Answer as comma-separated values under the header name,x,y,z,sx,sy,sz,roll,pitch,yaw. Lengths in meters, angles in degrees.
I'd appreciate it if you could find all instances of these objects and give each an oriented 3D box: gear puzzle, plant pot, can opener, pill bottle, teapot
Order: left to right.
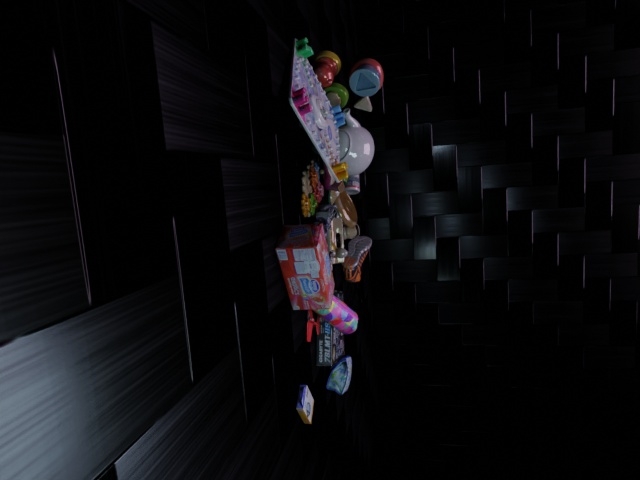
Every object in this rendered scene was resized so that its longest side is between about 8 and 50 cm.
name,x,y,z,sx,sy,sz,roll,pitch,yaw
gear puzzle,-0.028,-0.191,1.587,0.339,0.044,0.176,-68,153,-63
can opener,-0.012,-0.396,1.608,0.093,0.074,0.280,-55,163,6
teapot,0.105,-0.414,1.891,0.187,0.252,0.256,1,68,-48
plant pot,0.133,-0.176,2.152,0.236,0.032,0.237,48,28,-36
pill bottle,0.173,-0.364,2.405,0.108,0.107,0.180,44,45,-72

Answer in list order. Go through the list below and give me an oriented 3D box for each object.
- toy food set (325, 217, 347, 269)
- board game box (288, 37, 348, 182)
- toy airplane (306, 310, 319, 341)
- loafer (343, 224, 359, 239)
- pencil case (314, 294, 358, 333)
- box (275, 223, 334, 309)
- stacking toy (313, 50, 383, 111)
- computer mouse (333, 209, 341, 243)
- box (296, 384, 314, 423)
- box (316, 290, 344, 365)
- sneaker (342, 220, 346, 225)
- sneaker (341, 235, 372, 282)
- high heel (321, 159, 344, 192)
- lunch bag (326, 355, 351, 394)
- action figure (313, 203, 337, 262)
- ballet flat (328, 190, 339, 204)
name,x,y,z,sx,sy,sz,roll,pitch,yaw
toy food set,0.062,0.011,1.848,0.306,0.092,0.220,-22,109,-78
board game box,0.005,-0.472,1.503,0.390,0.050,0.390,53,29,-46
toy airplane,-0.027,0.304,1.526,0.151,0.028,0.151,-4,90,-78
loafer,0.183,-0.056,2.421,0.268,0.091,0.102,-49,135,-73
pencil case,0.049,0.259,1.540,0.236,0.104,0.105,44,40,-38
box,-0.040,0.085,1.280,0.123,0.128,0.257,-77,159,-51
stacking toy,0.110,-0.652,1.813,0.280,0.308,0.131,88,15,-56
computer mouse,0.081,-0.077,2.073,0.106,0.042,0.193,32,56,-74
box,-0.051,0.539,1.374,0.081,0.028,0.136,-80,160,-44
box,0.045,0.357,1.750,0.293,0.073,0.296,28,61,-75
sneaker,0.145,-0.137,2.280,0.225,0.087,0.093,-44,126,-76
sneaker,0.204,0.116,2.406,0.321,0.124,0.180,-49,146,-43
high heel,0.025,-0.304,1.756,0.082,0.117,0.244,-55,145,-18
lunch bag,0.091,0.578,1.813,0.129,0.096,0.151,42,69,-74
action figure,0.000,0.000,1.565,0.185,0.099,0.285,82,15,-54
ballet flat,0.073,-0.277,2.019,0.073,0.067,0.207,23,65,-79
